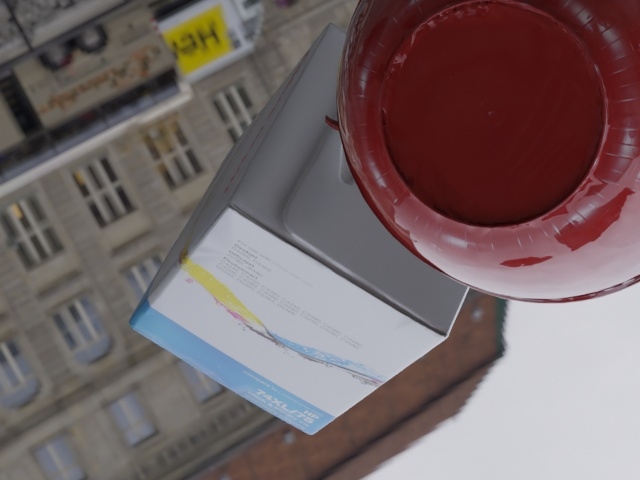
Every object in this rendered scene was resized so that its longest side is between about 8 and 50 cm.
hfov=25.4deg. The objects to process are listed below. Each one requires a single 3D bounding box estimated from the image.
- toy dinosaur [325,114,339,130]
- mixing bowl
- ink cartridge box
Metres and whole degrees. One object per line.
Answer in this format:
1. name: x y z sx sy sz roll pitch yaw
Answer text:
1. toy dinosaur: 0.054 -0.083 0.989 0.090 0.047 0.082 -19 -179 -3
2. mixing bowl: 0.079 -0.055 0.570 0.181 0.181 0.098 -24 180 21
3. ink cartridge box: 0.000 0.000 1.181 0.198 0.197 0.270 -62 -171 -31
